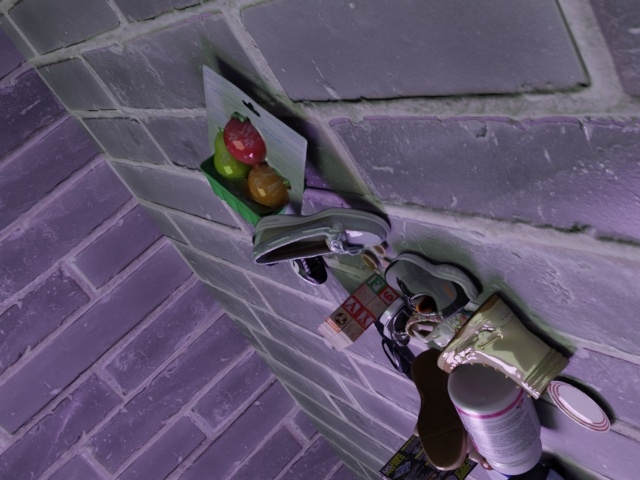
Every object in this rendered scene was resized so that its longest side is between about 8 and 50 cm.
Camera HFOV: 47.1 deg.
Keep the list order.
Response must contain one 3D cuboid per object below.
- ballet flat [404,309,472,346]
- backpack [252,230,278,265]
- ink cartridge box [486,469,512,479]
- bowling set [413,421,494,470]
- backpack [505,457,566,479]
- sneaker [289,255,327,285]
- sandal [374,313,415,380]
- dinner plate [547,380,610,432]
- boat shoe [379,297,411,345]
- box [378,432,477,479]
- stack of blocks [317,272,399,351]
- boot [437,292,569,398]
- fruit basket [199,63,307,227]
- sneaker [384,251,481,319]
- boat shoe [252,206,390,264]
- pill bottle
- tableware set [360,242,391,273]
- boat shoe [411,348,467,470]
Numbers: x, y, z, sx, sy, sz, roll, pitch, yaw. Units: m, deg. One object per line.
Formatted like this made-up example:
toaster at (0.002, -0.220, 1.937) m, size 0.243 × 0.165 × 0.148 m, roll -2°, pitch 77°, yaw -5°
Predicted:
ballet flat at (0.271, 0.204, 1.659) m, size 0.091 × 0.077 × 0.241 m, roll 52°, pitch 160°, yaw -12°
backpack at (-0.139, 0.011, 2.129) m, size 0.114 × 0.105 × 0.084 m, roll 70°, pitch 173°, yaw -51°
ink cartridge box at (0.554, 0.678, 2.054) m, size 0.223 × 0.045 × 0.224 m, roll 18°, pitch 146°, yaw 55°
bowling set at (0.397, 0.494, 1.930) m, size 0.200 × 0.154 × 0.287 m, roll 33°, pitch 165°, yaw -18°
backpack at (0.565, 0.704, 1.810) m, size 0.263 × 0.213 × 0.276 m, roll 31°, pitch 143°, yaw 2°
sneaker at (-0.042, 0.038, 1.998) m, size 0.217 × 0.079 × 0.121 m, roll 53°, pitch 162°, yaw -12°
sandal at (0.203, 0.306, 2.048) m, size 0.097 × 0.054 × 0.254 m, roll 18°, pitch 146°, yaw 55°
dinner plate at (0.517, 0.327, 1.465) m, size 0.141 × 0.017 × 0.141 m, roll 41°, pitch 161°, yaw 17°
boat shoe at (0.201, 0.207, 1.833) m, size 0.070 × 0.078 × 0.219 m, roll 40°, pitch 168°, yaw 21°
box at (0.326, 0.618, 2.080) m, size 0.060 × 0.270 × 0.216 m, roll 57°, pitch 159°, yaw -23°
stack of blocks at (0.081, 0.201, 1.920) m, size 0.087 × 0.171 × 0.297 m, roll 46°, pitch 162°, yaw 4°
boot at (0.360, 0.243, 1.472) m, size 0.203 × 0.095 × 0.262 m, roll 41°, pitch 141°, yaw 13°
fruit basket at (-0.146, -0.199, 1.701) m, size 0.327 × 0.165 × 0.353 m, roll 38°, pitch 144°, yaw 23°
sneaker at (0.208, 0.098, 1.535) m, size 0.100 × 0.108 × 0.271 m, roll 53°, pitch 162°, yaw -22°
boat shoe at (-0.002, -0.001, 1.616) m, size 0.320 × 0.103 × 0.118 m, roll -1°, pitch 152°, yaw 21°
pill bottle at (0.395, 0.388, 1.627) m, size 0.160 × 0.160 × 0.283 m, roll 25°, pitch 152°, yaw 48°
tableware set at (0.124, 0.031, 1.715) m, size 0.141 × 0.020 × 0.169 m, roll 21°, pitch 148°, yaw 52°
boat shoe at (0.306, 0.416, 1.782) m, size 0.110 × 0.121 × 0.341 m, roll 48°, pitch -155°, yaw -31°
